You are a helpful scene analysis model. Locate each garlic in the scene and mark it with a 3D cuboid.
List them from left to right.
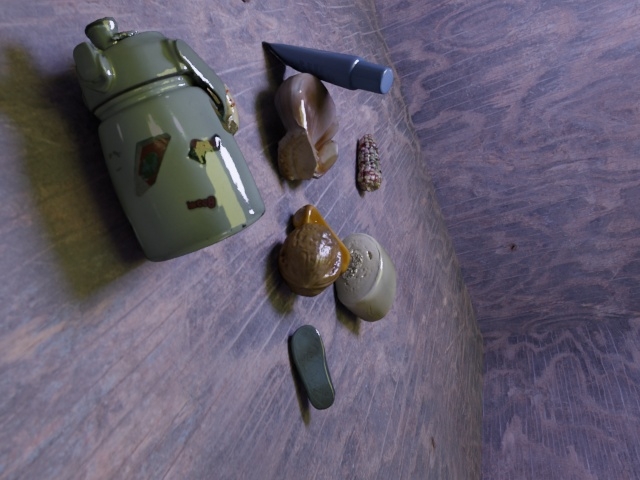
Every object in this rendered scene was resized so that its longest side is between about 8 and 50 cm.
[{"bbox_3d":[-0.038,-0.314,1.420,0.325,0.132,0.279,-71,154,-51],"label":"garlic"}]

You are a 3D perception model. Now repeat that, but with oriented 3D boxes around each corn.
[{"bbox_3d":[0.181,-0.297,1.974,0.092,0.092,0.281,50,29,-44],"label":"corn"}]

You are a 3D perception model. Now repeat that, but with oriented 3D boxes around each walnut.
[{"bbox_3d":[-0.024,0.049,1.236,0.155,0.155,0.184,60,30,-31],"label":"walnut"}]

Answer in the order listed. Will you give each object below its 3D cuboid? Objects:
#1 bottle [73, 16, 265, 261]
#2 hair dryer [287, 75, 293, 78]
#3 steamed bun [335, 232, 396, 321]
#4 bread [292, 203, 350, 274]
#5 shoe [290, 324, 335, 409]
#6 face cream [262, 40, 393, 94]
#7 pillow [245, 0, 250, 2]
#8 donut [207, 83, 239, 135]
[{"bbox_3d":[-0.243,-0.164,0.814,0.352,0.229,0.229,67,25,-11],"label":"bottle"},{"bbox_3d":[-0.066,-0.409,1.542,0.137,0.047,0.082,60,28,-47],"label":"hair dryer"},{"bbox_3d":[0.148,0.109,1.572,0.200,0.154,0.250,45,41,-49],"label":"steamed bun"},{"bbox_3d":[0.000,0.000,1.408,0.239,0.074,0.093,52,48,-39],"label":"bread"},{"bbox_3d":[-0.020,0.298,1.221,0.078,0.079,0.195,124,-51,-74],"label":"shoe"},{"bbox_3d":[0.019,-0.475,1.420,0.135,0.385,0.086,25,90,-60],"label":"face cream"},{"bbox_3d":[-0.198,-0.758,1.373,0.135,0.034,0.211,26,79,-57],"label":"pillow"},{"bbox_3d":[-0.226,-0.294,1.085,0.166,0.065,0.108,48,35,-47],"label":"donut"}]
